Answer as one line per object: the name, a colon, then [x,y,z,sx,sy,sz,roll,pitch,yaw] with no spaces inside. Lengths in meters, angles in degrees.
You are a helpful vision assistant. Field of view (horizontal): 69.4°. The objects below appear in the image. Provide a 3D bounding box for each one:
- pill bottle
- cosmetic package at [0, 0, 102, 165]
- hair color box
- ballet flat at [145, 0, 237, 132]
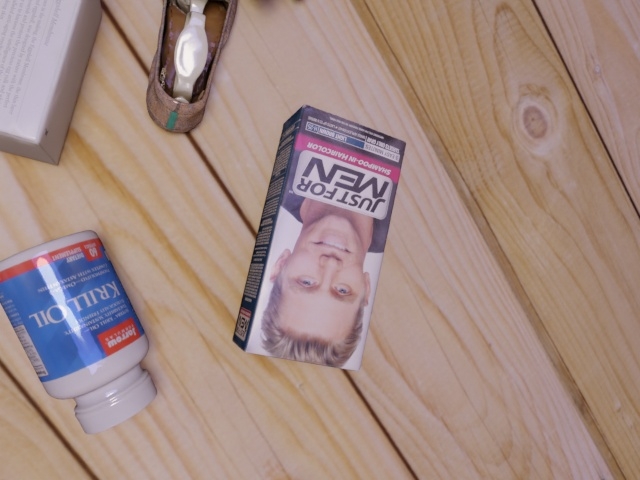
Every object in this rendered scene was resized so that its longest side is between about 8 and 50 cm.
pill bottle: [-0.286,0.109,0.558,0.124,0.124,0.221,-26,97,-20]
cosmetic package: [-0.397,-0.232,0.522,0.225,0.138,0.223,15,83,-18]
hair color box: [0.000,0.000,0.683,0.174,0.105,0.346,15,83,-20]
ballet flat: [-0.167,-0.305,0.631,0.108,0.106,0.315,7,85,-21]
